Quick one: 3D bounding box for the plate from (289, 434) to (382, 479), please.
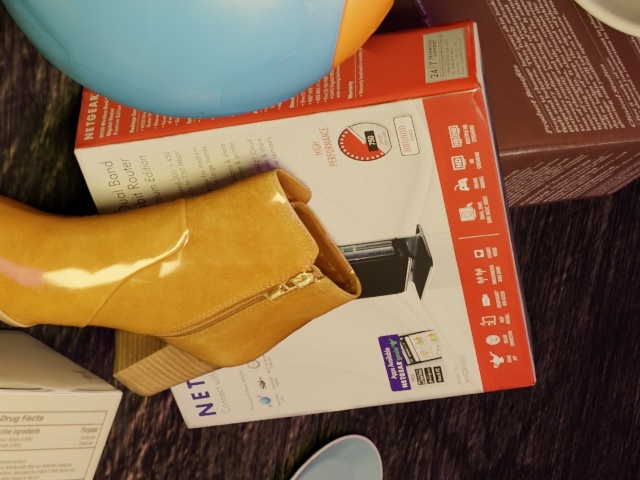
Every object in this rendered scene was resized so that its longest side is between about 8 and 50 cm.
[{"bbox_3d":[-0.005,0.278,1.809,0.188,0.024,0.188,-32,135,-40],"label":"plate"}]

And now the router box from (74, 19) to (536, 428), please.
[{"bbox_3d":[0.000,0.000,1.411,0.335,0.301,0.082,73,12,-44],"label":"router box"}]

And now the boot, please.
[{"bbox_3d":[-0.121,-0.004,1.287,0.211,0.104,0.295,-30,135,21],"label":"boot"}]

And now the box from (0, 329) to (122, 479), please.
[{"bbox_3d":[-0.278,0.227,1.324,0.148,0.121,0.311,10,103,-55],"label":"box"}]

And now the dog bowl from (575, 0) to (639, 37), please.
[{"bbox_3d":[0.323,-0.313,1.575,0.104,0.265,0.265,-38,140,-55],"label":"dog bowl"}]

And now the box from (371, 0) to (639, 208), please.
[{"bbox_3d":[0.173,-0.135,1.604,0.143,0.191,0.381,-34,163,35],"label":"box"}]

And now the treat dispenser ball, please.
[{"bbox_3d":[-0.079,-0.223,1.153,0.288,0.288,0.288,-31,134,-39],"label":"treat dispenser ball"}]
